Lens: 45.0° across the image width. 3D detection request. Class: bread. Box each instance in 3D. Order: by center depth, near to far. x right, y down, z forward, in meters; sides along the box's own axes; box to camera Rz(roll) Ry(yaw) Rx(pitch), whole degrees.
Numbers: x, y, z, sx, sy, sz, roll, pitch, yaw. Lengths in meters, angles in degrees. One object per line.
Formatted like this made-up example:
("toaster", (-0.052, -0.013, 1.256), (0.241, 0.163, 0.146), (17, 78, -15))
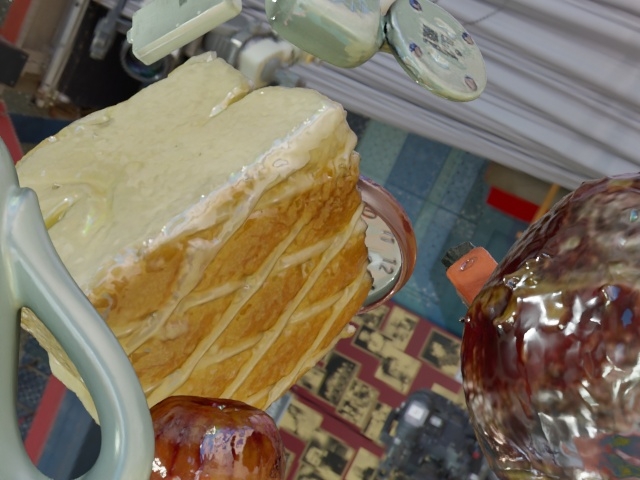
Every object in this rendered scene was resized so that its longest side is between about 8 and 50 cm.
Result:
("bread", (-0.155, 0.028, 0.933), (0.390, 0.279, 0.371), (-38, -37, -24))

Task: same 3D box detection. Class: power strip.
("power strip", (-0.261, -0.442, 1.494), (0.046, 0.270, 0.118), (34, -139, -50))

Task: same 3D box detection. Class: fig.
("fig", (-0.084, 0.190, 0.622), (0.128, 0.128, 0.150), (-49, -58, -53))

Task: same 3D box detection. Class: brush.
("brush", (0.237, 0.081, 1.042), (0.070, 0.051, 0.323), (-34, 29, 3))

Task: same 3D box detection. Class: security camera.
("security camera", (0.072, -0.253, 0.941), (0.080, 0.301, 0.157), (-44, 32, 45))

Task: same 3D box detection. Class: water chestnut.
("water chestnut", (0.264, 0.113, 0.542), (0.350, 0.350, 0.302), (71, -163, -75))

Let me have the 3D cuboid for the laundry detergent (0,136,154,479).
("laundry detergent", (-0.197, 0.094, 0.371), (0.214, 0.281, 0.105), (-26, -4, -10))

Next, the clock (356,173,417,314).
("clock", (0.000, 0.000, 1.263), (0.080, 0.318, 0.319), (-73, -1, -47))
